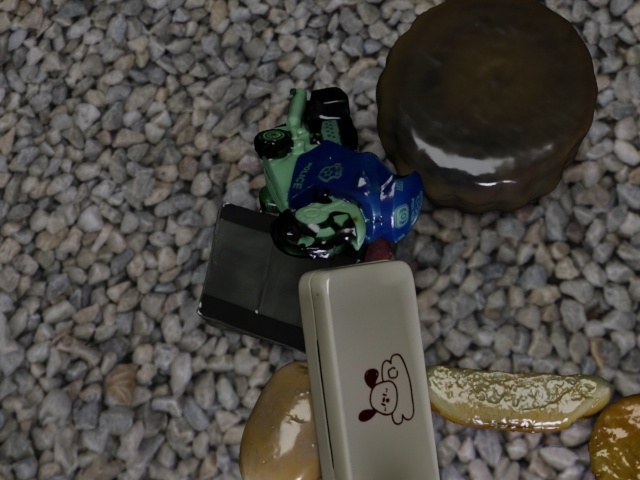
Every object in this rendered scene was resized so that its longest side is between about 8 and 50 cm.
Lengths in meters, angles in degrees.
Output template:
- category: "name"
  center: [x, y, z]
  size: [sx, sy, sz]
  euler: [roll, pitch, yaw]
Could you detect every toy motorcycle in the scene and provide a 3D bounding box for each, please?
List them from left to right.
- category: "toy motorcycle"
  center: [0.018, -0.082, 1.026]
  size: [0.196, 0.125, 0.331]
  euler: [-7, 34, -6]

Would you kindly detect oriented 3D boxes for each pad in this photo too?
- category: "pad"
  center: [-0.054, 0.053, 1.067]
  size: [0.233, 0.022, 0.174]
  euler: [13, 95, 26]

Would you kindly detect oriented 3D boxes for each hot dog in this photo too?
- category: "hot dog"
  center: [0.234, 0.201, 0.996]
  size: [0.242, 0.084, 0.073]
  euler: [2, 75, 9]

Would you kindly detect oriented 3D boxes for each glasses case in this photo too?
- category: "glasses case"
  center: [0.060, 0.183, 0.959]
  size: [0.131, 0.070, 0.313]
  euler: [-6, 89, -31]

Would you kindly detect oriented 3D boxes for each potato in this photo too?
- category: "potato"
  center: [-0.031, 0.236, 1.009]
  size: [0.118, 0.109, 0.178]
  euler: [16, 73, 38]

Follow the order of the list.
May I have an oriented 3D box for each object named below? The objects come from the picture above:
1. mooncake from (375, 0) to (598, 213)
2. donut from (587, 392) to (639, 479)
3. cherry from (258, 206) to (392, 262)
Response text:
- category: "mooncake"
  center: [0.218, -0.175, 1.089]
  size: [0.290, 0.161, 0.290]
  euler: [-2, 71, 6]
- category: "donut"
  center: [0.409, 0.265, 0.947]
  size: [0.178, 0.065, 0.162]
  euler: [18, 67, 26]
- category: "cherry"
  center: [0.000, 0.000, 1.109]
  size: [0.225, 0.090, 0.107]
  euler: [12, 109, 36]
